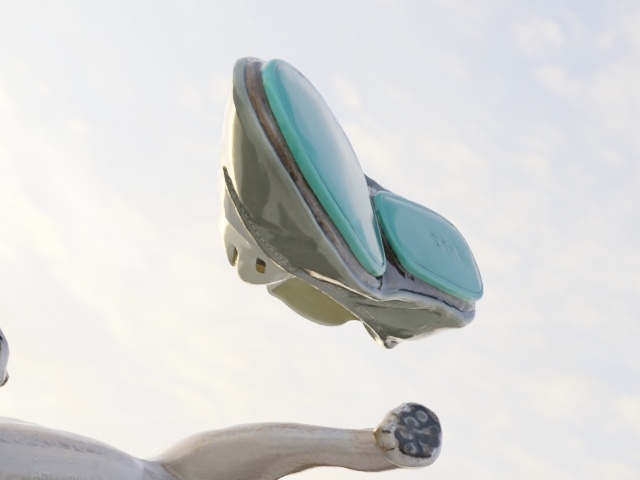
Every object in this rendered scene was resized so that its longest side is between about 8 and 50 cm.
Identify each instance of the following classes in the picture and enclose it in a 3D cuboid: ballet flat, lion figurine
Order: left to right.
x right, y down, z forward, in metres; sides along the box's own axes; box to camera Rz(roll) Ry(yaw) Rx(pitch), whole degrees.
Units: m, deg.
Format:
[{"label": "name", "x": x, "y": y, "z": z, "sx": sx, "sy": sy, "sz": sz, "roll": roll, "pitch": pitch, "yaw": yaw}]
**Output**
[{"label": "lion figurine", "x": -0.132, "y": 0.122, "z": 0.703, "sx": 0.392, "sy": 0.142, "sz": 0.240, "roll": 23, "pitch": -27, "yaw": -22}, {"label": "ballet flat", "x": 0.000, "y": 0.000, "z": 0.545, "sx": 0.068, "sy": 0.072, "sz": 0.213, "roll": -23, "pitch": -25, "yaw": 16}]
